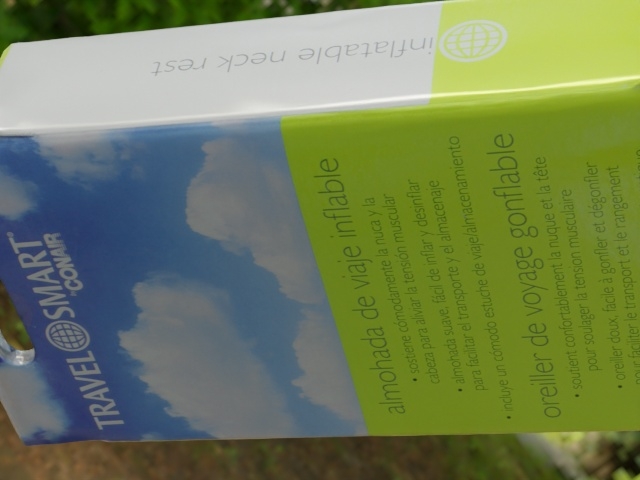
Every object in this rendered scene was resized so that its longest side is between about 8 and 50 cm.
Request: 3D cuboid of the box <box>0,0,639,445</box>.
[{"bbox_3d":[0.000,0.000,0.420,0.042,0.178,0.109,-79,160,-45],"label":"box"}]
